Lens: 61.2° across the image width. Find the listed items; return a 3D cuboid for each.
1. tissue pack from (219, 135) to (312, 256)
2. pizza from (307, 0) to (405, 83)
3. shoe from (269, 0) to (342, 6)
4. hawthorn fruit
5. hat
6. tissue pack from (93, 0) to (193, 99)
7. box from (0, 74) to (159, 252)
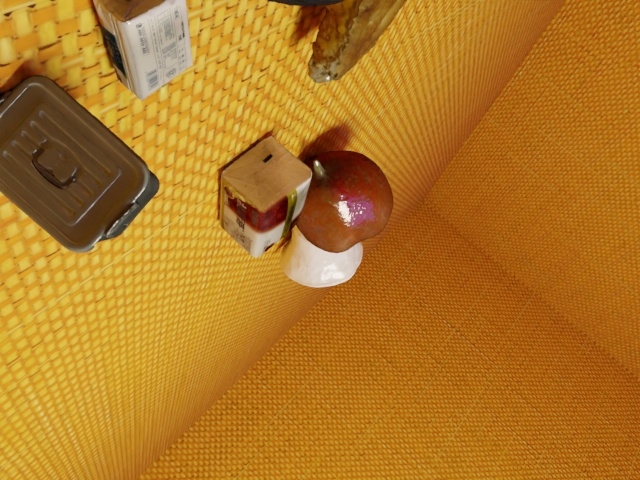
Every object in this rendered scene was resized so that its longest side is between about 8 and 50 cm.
[{"bbox_3d":[-0.086,-0.060,0.814,0.106,0.099,0.149,-43,169,-25],"label":"tissue pack"},{"bbox_3d":[0.088,-0.331,0.600,0.258,0.087,0.268,-48,171,-29],"label":"pizza"},{"bbox_3d":[-0.042,-0.236,0.172,0.237,0.171,0.384,-49,163,25],"label":"shoe"},{"bbox_3d":[0.031,-0.088,1.009,0.199,0.199,0.251,-48,156,-5],"label":"hawthorn fruit"},{"bbox_3d":[0.000,0.000,1.254,0.203,0.203,0.126,-43,150,-28],"label":"hat"},{"bbox_3d":[-0.134,-0.160,0.420,0.062,0.042,0.083,-42,168,-23],"label":"tissue pack"},{"bbox_3d":[-0.184,-0.055,0.409,0.084,0.122,0.069,-47,-179,1],"label":"box"}]
